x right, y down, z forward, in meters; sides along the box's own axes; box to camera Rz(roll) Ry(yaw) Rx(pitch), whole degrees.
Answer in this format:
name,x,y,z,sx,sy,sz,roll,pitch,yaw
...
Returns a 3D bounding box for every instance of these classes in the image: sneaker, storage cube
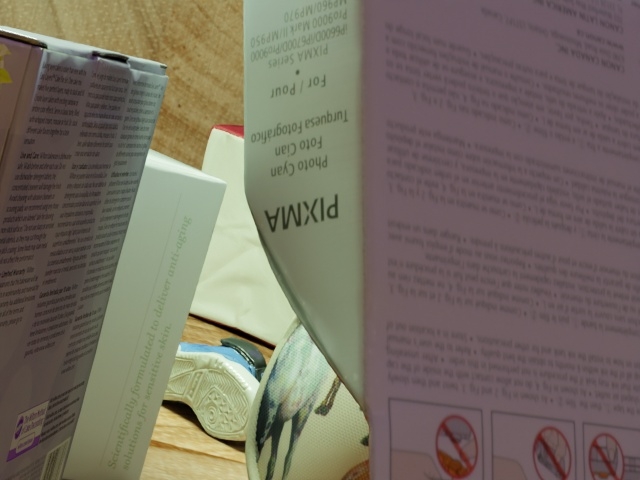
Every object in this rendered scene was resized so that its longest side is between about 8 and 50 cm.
name,x,y,z,sx,sy,sz,roll,pitch,yaw
sneaker,-0.058,0.104,1.378,0.084,0.058,0.152,2,6,-36
storage cube,0.000,0.000,1.878,0.183,0.215,0.193,21,13,37

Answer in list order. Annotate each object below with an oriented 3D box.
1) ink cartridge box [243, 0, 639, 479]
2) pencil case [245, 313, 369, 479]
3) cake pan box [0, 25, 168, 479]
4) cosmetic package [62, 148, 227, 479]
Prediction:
name,x,y,z,sx,sy,sz,roll,pitch,yaw
ink cartridge box,0.097,0.042,0.996,0.091,0.385,0.308,-9,-15,44
pencil case,0.157,0.121,1.175,0.410,0.183,0.160,13,20,-42
cake pan box,-0.148,0.026,0.877,0.070,0.246,0.267,17,6,6
cosmetic package,-0.231,-0.001,1.203,0.155,0.197,0.365,14,7,-36
